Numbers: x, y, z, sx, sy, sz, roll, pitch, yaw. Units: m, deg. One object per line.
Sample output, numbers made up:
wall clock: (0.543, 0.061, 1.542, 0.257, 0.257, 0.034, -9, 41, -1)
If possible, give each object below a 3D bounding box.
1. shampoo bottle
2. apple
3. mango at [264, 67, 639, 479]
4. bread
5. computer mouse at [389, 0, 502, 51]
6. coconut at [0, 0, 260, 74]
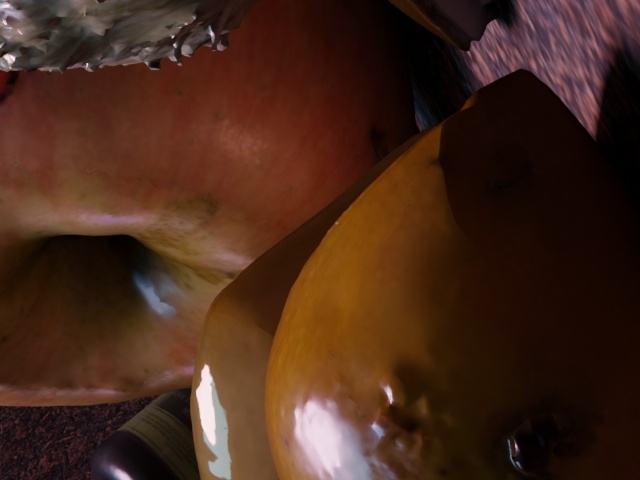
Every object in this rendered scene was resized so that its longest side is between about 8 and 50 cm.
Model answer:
shampoo bottle: (-0.011, 0.090, 1.002, 0.101, 0.284, 0.101, 40, 154, 25)
apple: (-0.149, -0.092, 0.900, 0.391, 0.391, 0.347, 63, -168, -53)
mango: (0.070, 0.067, 0.498, 0.166, 0.136, 0.236, 57, -174, 17)
bread: (0.036, 0.045, 0.652, 0.217, 0.098, 0.147, -46, -44, -47)
computer mouse: (-0.007, -0.171, 0.542, 0.245, 0.056, 0.126, 61, -178, -32)
coconut: (-0.069, -0.134, 0.395, 0.194, 0.194, 0.194, 63, 180, -1)
